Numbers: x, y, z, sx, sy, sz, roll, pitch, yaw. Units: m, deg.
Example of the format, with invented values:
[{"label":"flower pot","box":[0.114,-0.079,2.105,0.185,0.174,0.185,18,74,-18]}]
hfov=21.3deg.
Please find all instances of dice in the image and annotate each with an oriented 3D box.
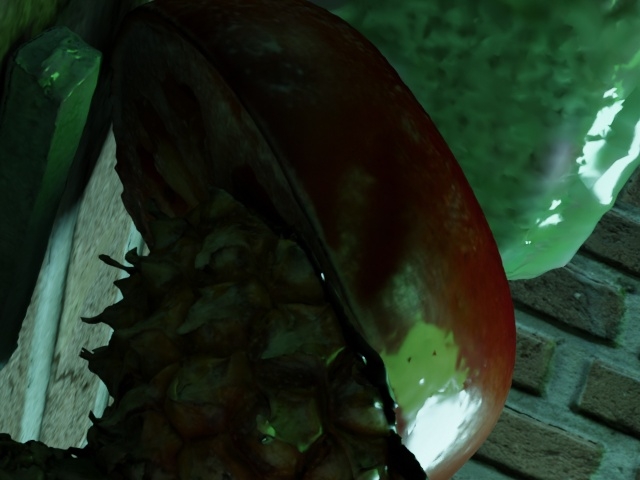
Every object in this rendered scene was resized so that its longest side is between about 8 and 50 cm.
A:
[{"label":"dice","box":[0.117,-0.179,1.255,0.318,0.330,0.322,-50,172,-43]}]

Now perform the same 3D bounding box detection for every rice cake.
[{"label":"rice cake","box":[-0.153,-0.010,0.845,0.043,0.034,0.211,-49,165,-54]}]

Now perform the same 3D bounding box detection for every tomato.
[{"label":"tomato","box":[0.009,-0.003,0.972,0.143,0.338,0.338,-27,162,-19]}]

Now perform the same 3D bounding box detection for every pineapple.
[{"label":"pineapple","box":[-0.119,0.134,0.845,0.271,0.262,0.262,-26,161,-20]}]
